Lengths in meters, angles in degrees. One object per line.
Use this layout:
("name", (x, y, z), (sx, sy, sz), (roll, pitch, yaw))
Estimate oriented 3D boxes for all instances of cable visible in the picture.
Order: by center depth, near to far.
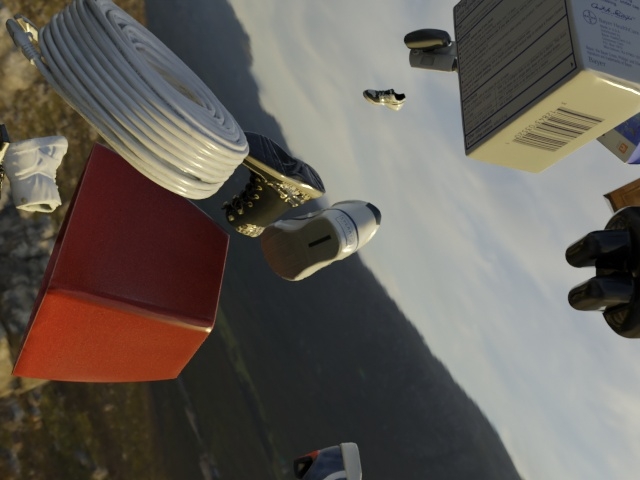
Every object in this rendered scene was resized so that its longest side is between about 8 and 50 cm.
("cable", (-0.189, -0.160, 0.926), (0.257, 0.089, 0.257), (48, 11, 10))

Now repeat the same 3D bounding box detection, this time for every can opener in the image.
("can opener", (0.313, -0.402, 1.809), (0.284, 0.075, 0.095), (13, -10, 29))

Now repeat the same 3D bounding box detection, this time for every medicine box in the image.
("medicine box", (0.337, -0.290, 1.245), (0.263, 0.149, 0.289), (142, -47, -56))

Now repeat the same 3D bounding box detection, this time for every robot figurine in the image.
("robot figurine", (0.459, 0.041, 1.056), (0.173, 0.278, 0.209), (-94, -173, -64))

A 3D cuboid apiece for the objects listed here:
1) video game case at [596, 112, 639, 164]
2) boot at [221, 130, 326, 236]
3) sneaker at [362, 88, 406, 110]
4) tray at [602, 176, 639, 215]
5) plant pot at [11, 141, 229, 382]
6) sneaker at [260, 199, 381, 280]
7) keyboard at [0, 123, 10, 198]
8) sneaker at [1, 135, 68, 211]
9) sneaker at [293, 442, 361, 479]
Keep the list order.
("video game case", (0.538, -0.311, 1.473), (0.244, 0.061, 0.269), (53, -46, 38))
("boot", (-0.122, -0.093, 1.528), (0.236, 0.179, 0.085), (25, 38, -48))
("sneaker", (0.118, -0.267, 1.537), (0.037, 0.083, 0.031), (-49, -140, 45))
("tray", (0.764, -0.089, 1.550), (0.202, 0.411, 0.076), (64, 6, 4))
("plant pot", (-0.284, 0.063, 1.251), (0.267, 0.236, 0.267), (-50, -153, 46))
("sneaker", (0.000, 0.000, 1.217), (0.258, 0.091, 0.094), (-10, -80, 60))
("keyboard", (-0.578, -0.103, 1.477), (0.038, 0.192, 0.100), (16, 30, -34))
("sneaker", (-0.638, -0.147, 1.903), (0.292, 0.108, 0.169), (-69, 146, -78))
("sneaker", (0.014, 0.496, 1.509), (0.350, 0.148, 0.131), (-106, -170, -73))
